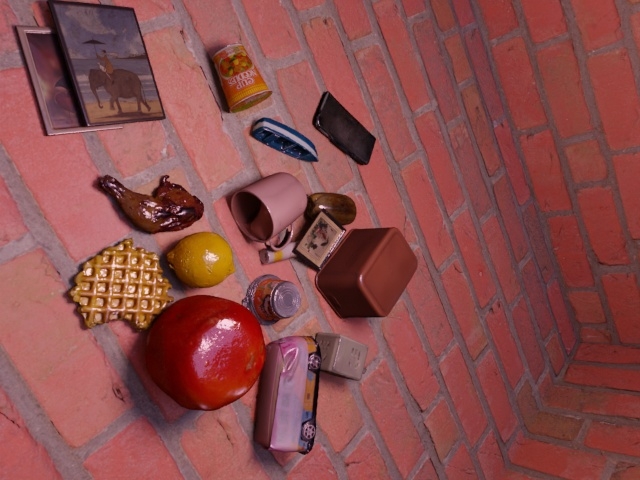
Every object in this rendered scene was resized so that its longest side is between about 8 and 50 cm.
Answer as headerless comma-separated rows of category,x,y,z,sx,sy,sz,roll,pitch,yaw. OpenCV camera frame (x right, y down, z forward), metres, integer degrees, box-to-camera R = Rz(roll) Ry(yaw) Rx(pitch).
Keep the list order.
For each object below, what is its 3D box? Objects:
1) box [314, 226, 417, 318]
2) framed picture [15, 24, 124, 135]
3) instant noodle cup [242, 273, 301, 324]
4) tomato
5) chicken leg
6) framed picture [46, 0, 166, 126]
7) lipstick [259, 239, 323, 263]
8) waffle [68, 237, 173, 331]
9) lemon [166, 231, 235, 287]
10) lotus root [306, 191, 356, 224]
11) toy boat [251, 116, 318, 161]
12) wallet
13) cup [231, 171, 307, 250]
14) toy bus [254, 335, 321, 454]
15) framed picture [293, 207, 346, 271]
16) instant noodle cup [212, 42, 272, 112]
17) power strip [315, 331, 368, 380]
box,0.190,0.124,1.983,0.339,0.229,0.239,-51,119,-32
framed picture,-0.686,-0.442,1.403,0.211,0.020,0.289,-19,98,-42
instant noodle cup,-0.147,0.204,1.743,0.208,0.125,0.178,-35,109,-38
tomato,-0.331,0.314,1.472,0.325,0.293,0.290,-42,125,-26
chicken leg,-0.490,-0.111,1.511,0.322,0.083,0.177,-7,81,-43
framed picture,-0.604,-0.508,1.463,0.265,0.016,0.347,-21,99,-48
lipstick,-0.099,0.033,1.848,0.264,0.059,0.059,-13,94,-41
waffle,-0.553,0.143,1.439,0.291,0.051,0.291,7,79,-39
lemon,-0.360,0.058,1.541,0.206,0.173,0.173,-1,86,-26
lotus root,0.046,-0.120,1.952,0.241,0.123,0.124,4,93,-38
toy boat,-0.113,-0.362,1.856,0.299,0.096,0.062,21,63,-41
wallet,0.104,-0.449,2.087,0.318,0.045,0.172,34,61,-34
cup,-0.156,-0.094,1.731,0.200,0.191,0.253,-37,117,-41
toy bus,-0.113,0.511,1.716,0.162,0.171,0.386,14,76,-36
framed picture,0.000,0.000,1.880,0.199,0.010,0.195,-56,139,-7
instant noodle cup,-0.272,-0.548,1.703,0.168,0.168,0.185,-29,97,-40
power strip,0.090,0.445,1.919,0.224,0.139,0.140,28,67,-36
